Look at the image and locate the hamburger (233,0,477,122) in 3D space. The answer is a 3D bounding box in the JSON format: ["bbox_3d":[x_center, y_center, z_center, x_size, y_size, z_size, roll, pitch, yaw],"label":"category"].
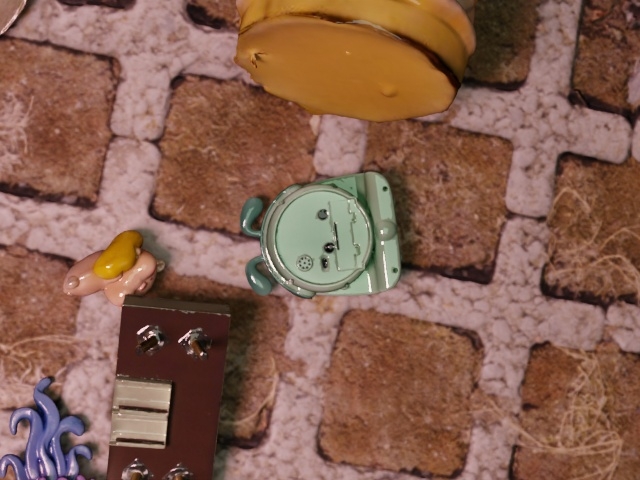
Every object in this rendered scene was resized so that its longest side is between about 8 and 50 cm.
[{"bbox_3d":[0.047,-0.279,1.072,0.277,0.276,0.236,15,76,-7],"label":"hamburger"}]

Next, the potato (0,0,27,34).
[{"bbox_3d":[-0.556,-0.344,1.012,0.397,0.290,0.296,-32,63,-27],"label":"potato"}]

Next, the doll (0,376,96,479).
[{"bbox_3d":[-0.312,0.260,1.095,0.110,0.067,0.205,-7,78,-17],"label":"doll"}]

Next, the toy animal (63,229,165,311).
[{"bbox_3d":[-0.235,0.046,1.106,0.114,0.091,0.082,-35,106,-9],"label":"toy animal"}]

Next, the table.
[{"bbox_3d":[-0.171,0.194,1.062,0.122,0.111,0.240,5,103,-8],"label":"table"}]

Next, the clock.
[{"bbox_3d":[0.000,0.000,1.150,0.189,0.060,0.148,-9,89,-7],"label":"clock"}]
